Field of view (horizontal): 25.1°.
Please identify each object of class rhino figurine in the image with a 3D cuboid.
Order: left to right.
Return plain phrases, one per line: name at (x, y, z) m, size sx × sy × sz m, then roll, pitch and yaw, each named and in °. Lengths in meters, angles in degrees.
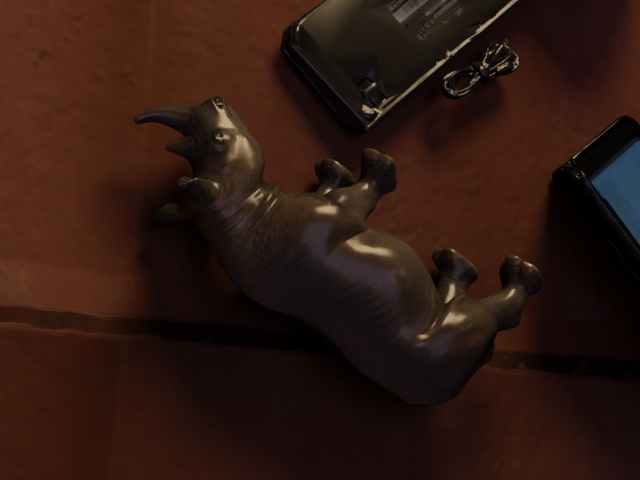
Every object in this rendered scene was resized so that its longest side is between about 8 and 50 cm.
rhino figurine at (0.000, 0.000, 0.792) m, size 0.243 × 0.073 × 0.106 m, roll 35°, pitch 63°, yaw -8°

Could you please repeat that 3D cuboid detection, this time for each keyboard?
keyboard at (0.069, -0.131, 0.882) m, size 0.180 × 0.023 × 0.108 m, roll -41°, pitch 87°, yaw -25°

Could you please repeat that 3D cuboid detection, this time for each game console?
game console at (0.206, -0.012, 0.880) m, size 0.071 × 0.107 × 0.122 m, roll -37°, pitch 91°, yaw 3°
